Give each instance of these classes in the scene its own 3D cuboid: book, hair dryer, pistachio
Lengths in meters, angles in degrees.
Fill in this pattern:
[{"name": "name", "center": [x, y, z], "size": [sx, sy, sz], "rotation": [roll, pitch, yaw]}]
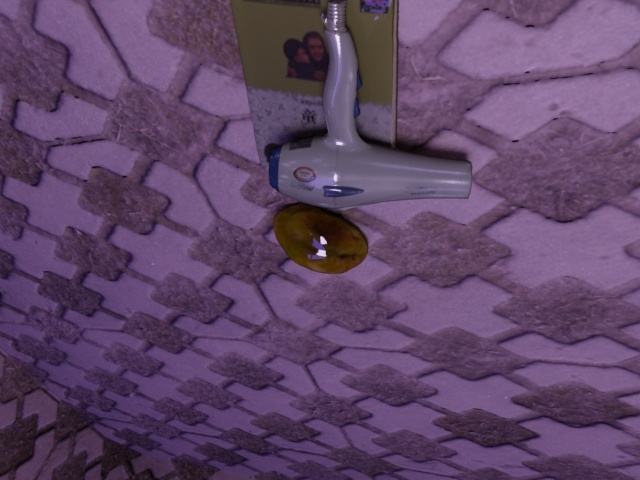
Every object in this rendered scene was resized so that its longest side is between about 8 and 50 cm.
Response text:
[{"name": "book", "center": [-0.004, -0.223, 0.839], "size": [0.239, 0.035, 0.352], "rotation": [10, 139, 15]}, {"name": "hair dryer", "center": [0.095, -0.147, 0.793], "size": [0.296, 0.119, 0.298], "rotation": [20, 130, -7]}, {"name": "pistachio", "center": [-0.003, 0.002, 1.033], "size": [0.189, 0.110, 0.100], "rotation": [26, 172, -5]}]
